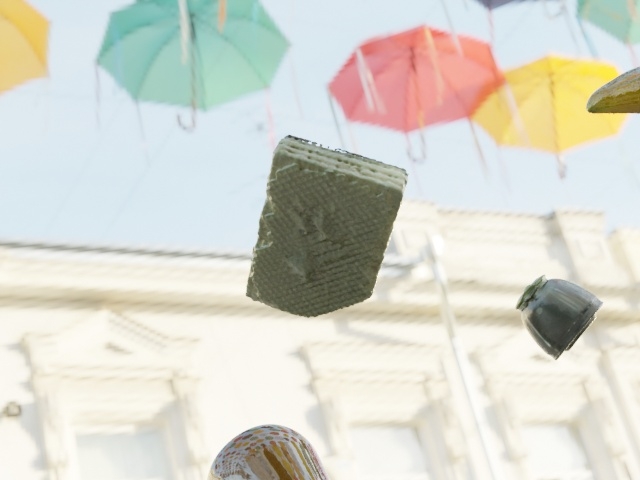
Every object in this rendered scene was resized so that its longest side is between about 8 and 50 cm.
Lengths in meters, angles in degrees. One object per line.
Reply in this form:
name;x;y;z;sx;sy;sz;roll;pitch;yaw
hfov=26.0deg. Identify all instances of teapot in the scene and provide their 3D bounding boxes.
teapot;0.279;0.091;1.687;0.092;0.091;0.124;-45;-11;-22

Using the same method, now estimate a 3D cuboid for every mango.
mango;0.498;-0.232;2.128;0.188;0.101;0.066;-13;-58;11

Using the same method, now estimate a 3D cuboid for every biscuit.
biscuit;0.000;0.000;1.562;0.150;0.052;0.252;18;-43;2

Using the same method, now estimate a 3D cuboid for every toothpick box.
toothpick box;-0.014;0.361;1.699;0.192;0.294;0.192;-20;-49;-24
